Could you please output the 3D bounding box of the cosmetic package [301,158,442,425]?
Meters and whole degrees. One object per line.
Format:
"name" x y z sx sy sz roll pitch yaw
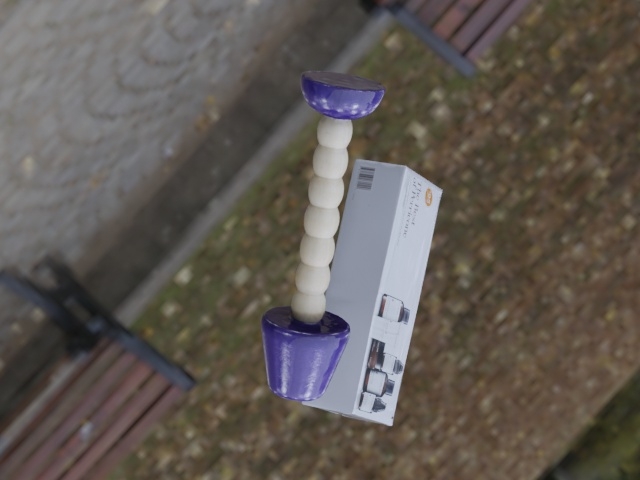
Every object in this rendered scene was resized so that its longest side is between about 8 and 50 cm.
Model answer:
"cosmetic package" 0.053 0.051 1.620 0.099 0.060 0.239 27 74 -64

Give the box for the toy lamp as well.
"toy lamp" 0.000 0.000 1.413 0.080 0.080 0.274 -35 138 -68
